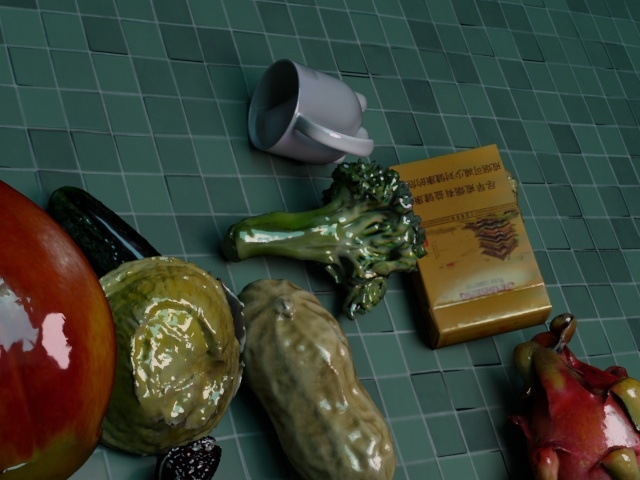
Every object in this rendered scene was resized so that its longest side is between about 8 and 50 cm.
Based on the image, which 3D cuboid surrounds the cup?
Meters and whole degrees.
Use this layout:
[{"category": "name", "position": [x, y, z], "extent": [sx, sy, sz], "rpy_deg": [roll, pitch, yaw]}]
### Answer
[{"category": "cup", "position": [0.001, -0.177, 1.956], "extent": [0.142, 0.173, 0.134], "rpy_deg": [16, 75, -31]}]

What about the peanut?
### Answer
[{"category": "peanut", "position": [-0.006, 0.192, 1.727], "extent": [0.140, 0.153, 0.325], "rpy_deg": [-18, 68, -38]}]

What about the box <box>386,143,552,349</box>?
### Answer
[{"category": "box", "position": [0.211, 0.007, 2.015], "extent": [0.174, 0.076, 0.274], "rpy_deg": [-13, 68, -7]}]

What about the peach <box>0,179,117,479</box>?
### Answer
[{"category": "peach", "position": [-0.376, 0.093, 1.371], "extent": [0.370, 0.370, 0.370], "rpy_deg": [19, 52, -27]}]

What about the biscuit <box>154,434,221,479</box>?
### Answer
[{"category": "biscuit", "position": [-0.155, 0.263, 1.621], "extent": [0.089, 0.027, 0.087], "rpy_deg": [-49, 141, -17]}]

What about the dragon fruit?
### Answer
[{"category": "dragon fruit", "position": [0.370, 0.272, 1.939], "extent": [0.227, 0.243, 0.307], "rpy_deg": [-9, 29, -22]}]

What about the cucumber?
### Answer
[{"category": "cucumber", "position": [-0.243, 0.022, 1.709], "extent": [0.241, 0.074, 0.074], "rpy_deg": [46, 45, -3]}]

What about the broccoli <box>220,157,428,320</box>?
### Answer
[{"category": "broccoli", "position": [0.009, 0.015, 1.894], "extent": [0.275, 0.177, 0.198], "rpy_deg": [-26, 116, -16]}]

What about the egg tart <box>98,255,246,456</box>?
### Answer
[{"category": "egg tart", "position": [-0.183, 0.137, 1.620], "extent": [0.232, 0.098, 0.252], "rpy_deg": [45, 68, -20]}]

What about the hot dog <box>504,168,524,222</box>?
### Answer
[{"category": "hot dog", "position": [0.262, -0.015, 2.125], "extent": [0.109, 0.072, 0.269], "rpy_deg": [18, 52, -25]}]
